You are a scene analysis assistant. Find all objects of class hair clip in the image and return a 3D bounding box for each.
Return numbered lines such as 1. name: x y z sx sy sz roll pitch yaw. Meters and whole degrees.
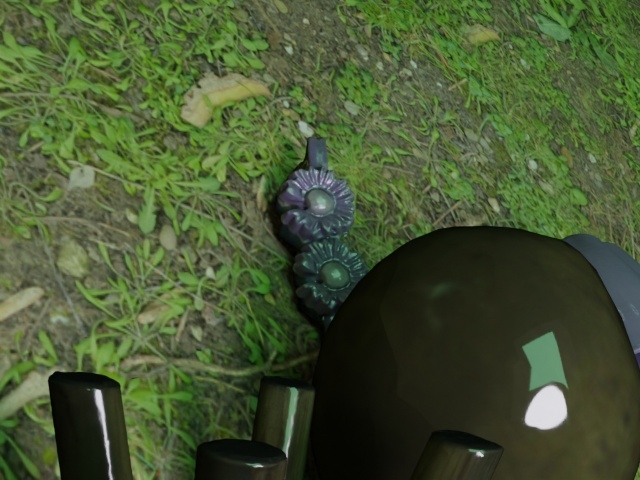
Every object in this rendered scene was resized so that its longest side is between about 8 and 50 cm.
1. hair clip: 0.000 0.000 1.200 0.106 0.084 0.292 0 62 -21

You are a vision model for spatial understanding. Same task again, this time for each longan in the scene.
1. longan: 0.158 0.167 0.997 0.336 0.405 0.405 10 44 5

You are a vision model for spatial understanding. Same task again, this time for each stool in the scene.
1. stool: -0.048 0.238 0.734 0.310 0.310 0.226 7 92 -42

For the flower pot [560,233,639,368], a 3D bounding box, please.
1. flower pot: 0.374 0.137 1.301 0.265 0.265 0.243 20 34 -29
